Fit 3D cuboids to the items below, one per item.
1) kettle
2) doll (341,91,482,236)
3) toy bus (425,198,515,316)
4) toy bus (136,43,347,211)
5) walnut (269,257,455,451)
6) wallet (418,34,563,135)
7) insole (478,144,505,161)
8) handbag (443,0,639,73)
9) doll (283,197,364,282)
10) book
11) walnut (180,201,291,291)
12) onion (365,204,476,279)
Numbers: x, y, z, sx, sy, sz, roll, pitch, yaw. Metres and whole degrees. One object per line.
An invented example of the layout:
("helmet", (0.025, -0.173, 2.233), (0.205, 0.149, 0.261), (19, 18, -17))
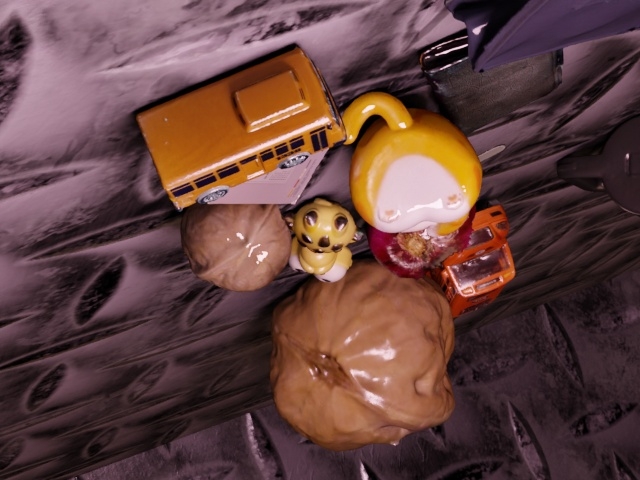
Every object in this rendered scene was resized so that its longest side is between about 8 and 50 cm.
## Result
("kettle", (0.597, -0.132, 2.479), (0.308, 0.262, 0.203), (7, 111, -60))
("doll", (0.117, -0.082, 1.772), (0.167, 0.162, 0.269), (-6, 171, 4))
("toy bus", (0.270, 0.040, 2.563), (0.143, 0.153, 0.329), (-21, 167, -7))
("toy bus", (-0.080, -0.118, 1.447), (0.201, 0.098, 0.114), (-22, 167, -1))
("walnut", (0.085, 0.198, 2.503), (0.384, 0.383, 0.383), (-23, 167, -6))
("wallet", (0.218, -0.208, 1.731), (0.172, 0.045, 0.318), (-23, 168, 8))
("insole", (0.224, -0.114, 2.201), (0.153, 0.002, 0.053), (-28, 166, 16))
("handbag", (0.313, -0.290, 1.423), (0.326, 0.118, 0.269), (-19, 173, -25))
("doll", (0.000, 0.001, 2.088), (0.117, 0.086, 0.291), (17, 166, 1))
("book", (-0.053, -0.095, 1.650), (0.182, 0.014, 0.127), (-2, 129, -57))
("walnut", (-0.107, -0.003, 1.754), (0.140, 0.140, 0.162), (-23, -164, -6))
("onion", (0.141, -0.044, 2.110), (0.173, 0.135, 0.198), (-42, -159, 17))
